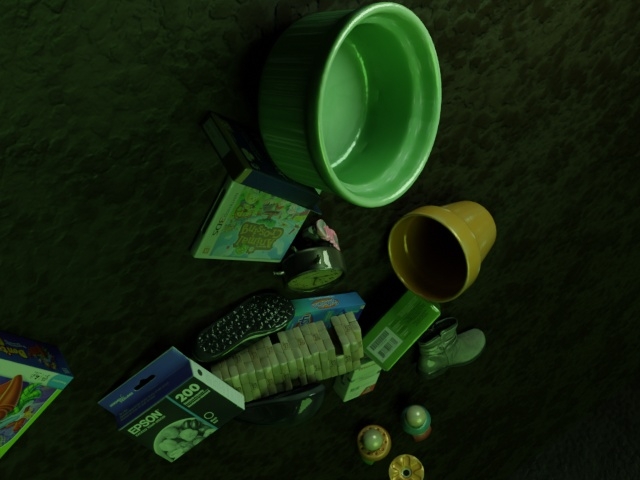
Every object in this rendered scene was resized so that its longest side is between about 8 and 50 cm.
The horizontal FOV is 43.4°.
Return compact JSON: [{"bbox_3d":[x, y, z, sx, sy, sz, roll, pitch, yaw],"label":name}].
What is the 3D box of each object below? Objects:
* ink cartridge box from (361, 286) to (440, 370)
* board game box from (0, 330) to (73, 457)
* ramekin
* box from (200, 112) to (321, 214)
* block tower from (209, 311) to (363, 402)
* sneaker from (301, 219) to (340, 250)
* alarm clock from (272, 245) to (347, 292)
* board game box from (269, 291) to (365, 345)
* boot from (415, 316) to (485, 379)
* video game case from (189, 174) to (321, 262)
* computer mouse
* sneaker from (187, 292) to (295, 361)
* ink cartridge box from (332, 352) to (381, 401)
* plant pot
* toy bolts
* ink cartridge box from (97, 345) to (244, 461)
[{"bbox_3d":[0.194,0.193,1.953,0.189,0.097,0.255,-48,178,8],"label":"ink cartridge box"},{"bbox_3d":[-0.599,0.236,1.255,0.233,0.078,0.347,-47,144,7],"label":"board game box"},{"bbox_3d":[0.043,-0.212,1.245,0.303,0.148,0.304,-18,114,-46],"label":"ramekin"},{"bbox_3d":[-0.083,-0.122,1.312,0.036,0.136,0.225,-46,146,18],"label":"box"},{"bbox_3d":[-0.075,0.250,1.677,0.335,0.091,0.097,-16,131,-9],"label":"block tower"},{"bbox_3d":[0.000,0.000,1.608,0.057,0.047,0.119,-24,146,13],"label":"sneaker"},{"bbox_3d":[-0.006,0.061,1.614,0.129,0.064,0.192,-21,154,21],"label":"alarm clock"},{"bbox_3d":[-0.017,0.197,1.784,0.210,0.047,0.160,-4,131,-39],"label":"board game box"},{"bbox_3d":[0.364,0.272,2.198,0.246,0.083,0.161,-24,135,-25],"label":"boot"},{"bbox_3d":[-0.112,-0.044,1.465,0.212,0.023,0.193,5,124,-46],"label":"video game case"},{"bbox_3d":[-0.102,0.361,1.706,0.272,0.072,0.188,-16,178,29],"label":"computer mouse"},{"bbox_3d":[-0.165,0.179,1.625,0.234,0.084,0.097,-23,164,-23],"label":"sneaker"},{"bbox_3d":[0.098,0.329,2.022,0.099,0.056,0.135,-14,136,-34],"label":"ink cartridge box"},{"bbox_3d":[0.283,0.005,1.756,0.188,0.205,0.205,-30,146,-42],"label":"plant pot"},{"bbox_3d":[0.237,0.574,2.287,0.228,0.218,0.158,-42,159,-12],"label":"toy bolts"},{"bbox_3d":[-0.291,0.326,1.577,0.206,0.045,0.208,-37,124,14],"label":"ink cartridge box"}]
